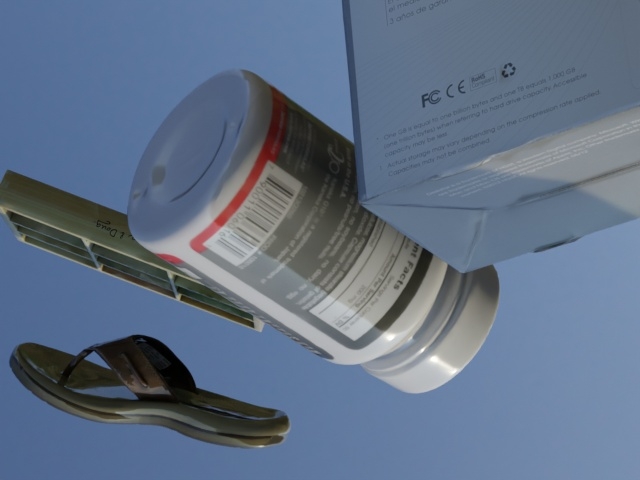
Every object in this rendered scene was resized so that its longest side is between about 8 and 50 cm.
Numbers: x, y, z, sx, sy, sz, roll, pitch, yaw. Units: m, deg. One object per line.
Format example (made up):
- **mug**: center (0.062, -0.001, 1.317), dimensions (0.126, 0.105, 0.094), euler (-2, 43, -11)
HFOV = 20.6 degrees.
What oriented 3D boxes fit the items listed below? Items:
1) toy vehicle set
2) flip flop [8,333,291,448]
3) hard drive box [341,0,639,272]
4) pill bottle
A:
- **toy vehicle set**: center (-0.175, 0.013, 1.690), dimensions (0.267, 0.035, 0.166), euler (21, 168, 4)
- **flip flop**: center (-0.160, 0.134, 1.687), dimensions (0.277, 0.080, 0.112), euler (13, -168, 8)
- **hard drive box**: center (0.103, -0.127, 0.700), dimensions (0.089, 0.181, 0.232), euler (32, -133, -51)
- **pill bottle**: center (0.000, 0.000, 1.414), dimensions (0.283, 0.161, 0.161), euler (34, -148, -30)
